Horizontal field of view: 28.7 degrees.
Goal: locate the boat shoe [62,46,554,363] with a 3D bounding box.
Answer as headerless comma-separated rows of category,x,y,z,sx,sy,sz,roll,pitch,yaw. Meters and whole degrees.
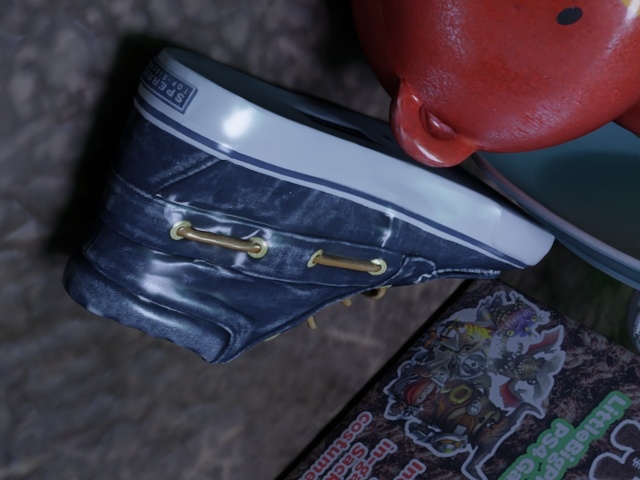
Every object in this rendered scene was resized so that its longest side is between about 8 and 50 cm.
boat shoe,0.000,0.000,0.428,0.183,0.065,0.083,17,108,-41

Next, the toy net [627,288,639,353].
toy net,0.169,0.057,0.551,0.045,0.122,0.232,-66,149,-26

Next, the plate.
plate,0.139,-0.009,0.448,0.188,0.188,0.024,-8,123,-38

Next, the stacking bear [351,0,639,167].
stacking bear,0.147,-0.097,0.434,0.288,0.164,0.176,-10,97,-24

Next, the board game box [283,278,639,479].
board game box,0.152,0.182,0.482,0.141,0.291,0.232,-45,132,-14
